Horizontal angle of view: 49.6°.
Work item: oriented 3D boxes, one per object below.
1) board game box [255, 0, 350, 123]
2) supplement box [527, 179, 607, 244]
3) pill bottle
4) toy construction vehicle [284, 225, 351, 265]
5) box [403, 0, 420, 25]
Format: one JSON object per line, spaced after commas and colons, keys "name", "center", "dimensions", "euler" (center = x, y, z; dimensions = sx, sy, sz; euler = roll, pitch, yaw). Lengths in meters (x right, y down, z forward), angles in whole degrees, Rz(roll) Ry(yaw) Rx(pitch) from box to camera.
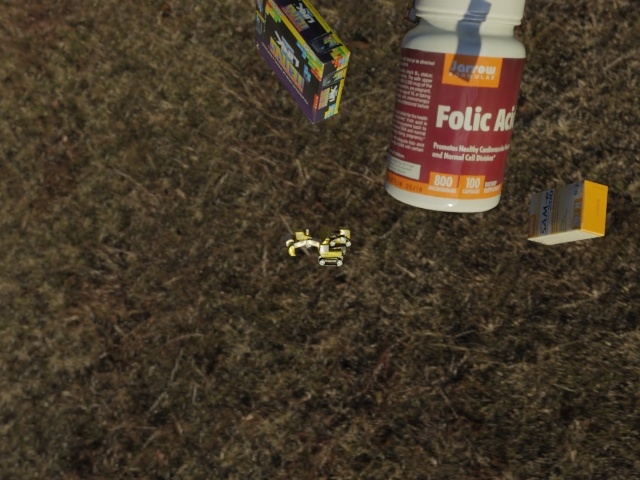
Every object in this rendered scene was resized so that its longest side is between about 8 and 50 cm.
{"name": "board game box", "center": [-0.032, -0.275, 0.991], "dimensions": [0.048, 0.141, 0.170], "euler": [-29, 71, -19]}
{"name": "supplement box", "center": [0.300, -0.032, 0.846], "dimensions": [0.098, 0.036, 0.062], "euler": [161, 119, -68]}
{"name": "pill bottle", "center": [0.248, -0.266, 1.266], "dimensions": [0.224, 0.224, 0.392], "euler": [23, 116, 42]}
{"name": "toy construction vehicle", "center": [0.000, 0.000, 0.987], "dimensions": [0.086, 0.098, 0.035], "euler": [-103, 18, -62]}
{"name": "box", "center": [0.232, -0.548, 1.531], "dimensions": [0.094, 0.027, 0.137], "euler": [-120, 42, -59]}
